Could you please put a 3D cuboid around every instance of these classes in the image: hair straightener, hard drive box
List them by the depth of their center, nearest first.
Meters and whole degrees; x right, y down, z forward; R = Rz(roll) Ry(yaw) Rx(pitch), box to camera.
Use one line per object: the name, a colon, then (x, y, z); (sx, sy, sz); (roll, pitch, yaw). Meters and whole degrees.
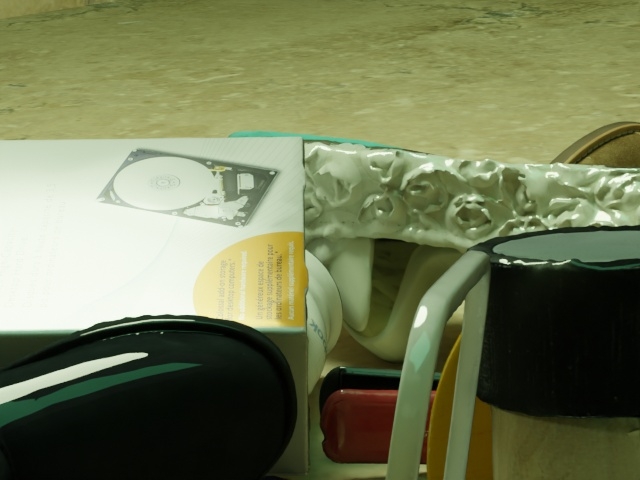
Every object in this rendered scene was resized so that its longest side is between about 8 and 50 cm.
hard drive box: (-0.121, 0.030, 0.923); (0.232, 0.089, 0.181); (-1, 33, -1)
hair straightener: (0.113, 0.082, 0.968); (0.230, 0.047, 0.089); (-4, 14, -2)

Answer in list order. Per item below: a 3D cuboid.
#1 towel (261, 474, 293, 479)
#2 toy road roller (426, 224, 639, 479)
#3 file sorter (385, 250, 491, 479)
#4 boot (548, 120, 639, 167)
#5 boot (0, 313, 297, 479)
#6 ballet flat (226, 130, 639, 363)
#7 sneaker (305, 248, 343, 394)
towel: (-0.185, 0.137, 0.862); (0.336, 0.040, 0.243); (8, 16, 31)
toy road roller: (0.202, 0.078, 0.649); (0.330, 0.202, 0.240); (-2, 8, 14)
file sorter: (0.149, 0.111, 0.433); (0.278, 0.173, 0.193); (9, 6, 8)
boot: (0.253, -0.016, 1.239); (0.305, 0.112, 0.115); (-12, 27, -39)
boot: (-0.121, 0.102, 0.703); (0.247, 0.094, 0.207); (-8, 10, -5)
ballet flat: (0.088, 0.013, 1.083); (0.409, 0.147, 0.147); (6, 16, 35)
sneaker: (-0.136, 0.053, 1.036); (0.297, 0.111, 0.129); (-4, 19, 2)
